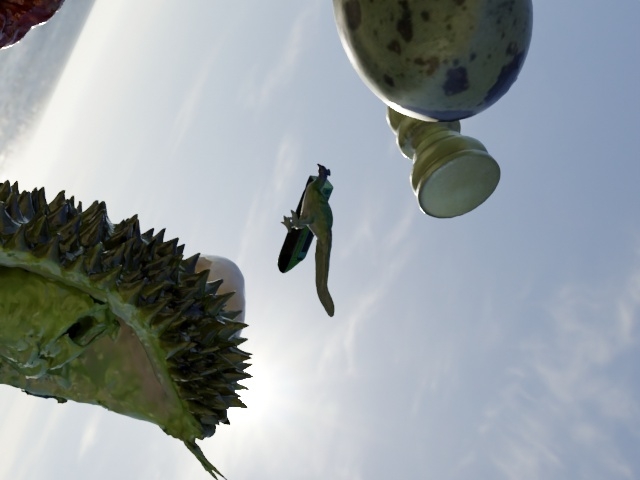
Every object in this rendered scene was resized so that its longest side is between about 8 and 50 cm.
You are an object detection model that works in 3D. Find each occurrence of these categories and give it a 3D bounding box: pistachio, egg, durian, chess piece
[{"bbox_3d":[-0.251,0.150,1.946,0.230,0.230,0.309,-59,-171,21],"label":"pistachio"},{"bbox_3d":[0.159,-0.360,1.453,0.287,0.288,0.379,-25,-97,64],"label":"egg"},{"bbox_3d":[-0.208,0.048,0.747,0.157,0.356,0.169,-131,-118,-74],"label":"durian"},{"bbox_3d":[0.189,-0.173,1.675,0.144,0.144,0.251,-55,-139,32],"label":"chess piece"}]

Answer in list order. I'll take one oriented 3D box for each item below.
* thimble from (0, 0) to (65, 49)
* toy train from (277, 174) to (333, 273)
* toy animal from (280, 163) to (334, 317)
[{"bbox_3d":[-0.442,-0.435,1.237,0.350,0.231,0.350,-46,161,-21],"label":"thimble"},{"bbox_3d":[-0.029,-0.025,1.881,0.044,0.042,0.209,55,-47,44],"label":"toy train"},{"bbox_3d":[-0.014,-0.003,1.359,0.041,0.075,0.216,-23,-117,53],"label":"toy animal"}]
